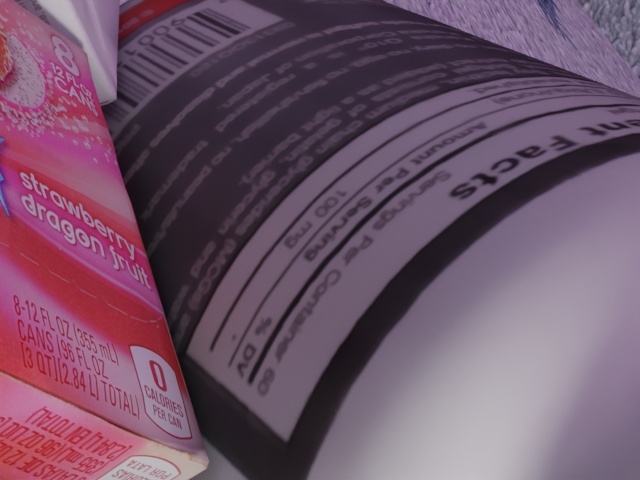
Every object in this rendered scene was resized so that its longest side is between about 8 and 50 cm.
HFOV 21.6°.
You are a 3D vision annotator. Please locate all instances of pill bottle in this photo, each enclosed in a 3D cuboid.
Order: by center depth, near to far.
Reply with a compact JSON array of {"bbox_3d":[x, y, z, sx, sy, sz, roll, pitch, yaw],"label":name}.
[{"bbox_3d":[0.048,0.055,0.482,0.210,0.210,0.363,41,-5,-36],"label":"pill bottle"}]

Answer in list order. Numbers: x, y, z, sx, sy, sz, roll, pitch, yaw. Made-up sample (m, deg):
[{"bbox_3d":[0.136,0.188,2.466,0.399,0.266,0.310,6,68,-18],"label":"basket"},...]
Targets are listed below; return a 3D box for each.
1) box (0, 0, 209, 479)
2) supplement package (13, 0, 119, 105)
[{"bbox_3d":[-0.181,-0.019,0.357,0.300,0.142,0.154,33,29,-48],"label":"box"},{"bbox_3d":[-0.175,-0.177,0.516,0.204,0.145,0.262,-97,168,-53],"label":"supplement package"}]
